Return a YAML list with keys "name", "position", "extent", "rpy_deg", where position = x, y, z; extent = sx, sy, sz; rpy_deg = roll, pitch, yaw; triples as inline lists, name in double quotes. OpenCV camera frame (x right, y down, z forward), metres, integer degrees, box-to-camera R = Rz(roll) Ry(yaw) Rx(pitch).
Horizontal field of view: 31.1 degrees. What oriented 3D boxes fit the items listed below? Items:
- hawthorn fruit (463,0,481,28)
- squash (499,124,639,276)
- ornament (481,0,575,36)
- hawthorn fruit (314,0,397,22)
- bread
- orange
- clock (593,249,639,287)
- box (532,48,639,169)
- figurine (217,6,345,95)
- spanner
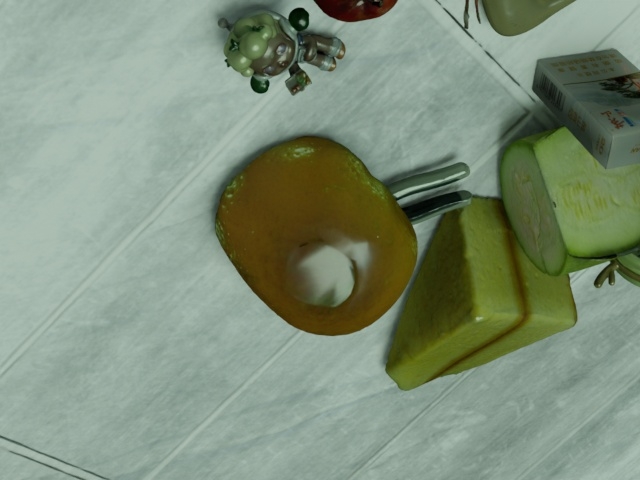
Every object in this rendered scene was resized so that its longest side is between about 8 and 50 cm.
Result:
- name: "hawthorn fruit"
  position: [0.203, -0.409, 1.471]
  extent: [0.211, 0.299, 0.211]
  rpy_deg: [11, 162, 4]
- name: "squash"
  position: [0.478, -0.088, 1.906]
  extent: [0.308, 0.234, 0.210]
  rpy_deg: [-16, 175, -12]
- name: "ornament"
  position: [0.260, -0.394, 1.661]
  extent: [0.244, 0.061, 0.230]
  rpy_deg: [-32, 131, 0]
- name: "hawthorn fruit"
  position: [0.049, -0.358, 1.500]
  extent: [0.156, 0.194, 0.157]
  rpy_deg: [-7, 135, -8]
- name: "bread"
  position: [0.251, 0.108, 2.076]
  extent: [0.233, 0.245, 0.361]
  rpy_deg: [4, 155, -30]
- name: "orange"
  position: [0.003, 0.003, 1.770]
  extent: [0.262, 0.196, 0.335]
  rpy_deg: [-39, 106, -2]
- name: "clock"
  position: [0.600, -0.013, 2.032]
  extent: [0.308, 0.235, 0.096]
  rpy_deg: [-19, 150, -4]
- name: "box"
  position: [0.451, -0.208, 1.787]
  extent: [0.149, 0.233, 0.067]
  rpy_deg: [-13, 132, -16]
- name: "figurine"
  position: [-0.050, -0.263, 1.596]
  extent: [0.197, 0.094, 0.147]
  rpy_deg: [10, 132, -33]
- name: "spanner"
  position: [0.094, -0.047, 1.875]
  extent: [0.324, 0.040, 0.096]
  rpy_deg: [-17, 132, -7]
